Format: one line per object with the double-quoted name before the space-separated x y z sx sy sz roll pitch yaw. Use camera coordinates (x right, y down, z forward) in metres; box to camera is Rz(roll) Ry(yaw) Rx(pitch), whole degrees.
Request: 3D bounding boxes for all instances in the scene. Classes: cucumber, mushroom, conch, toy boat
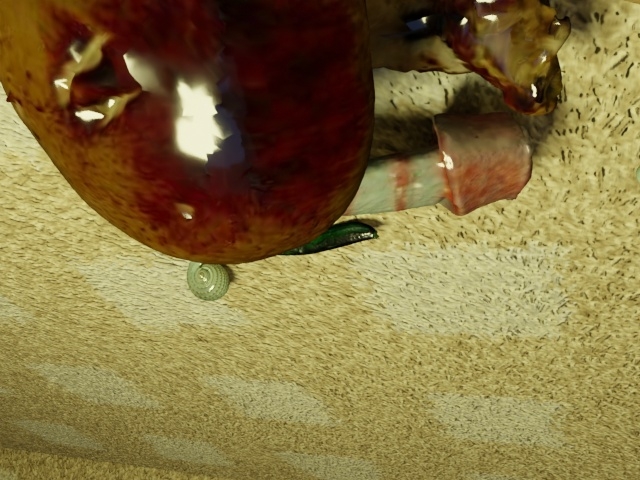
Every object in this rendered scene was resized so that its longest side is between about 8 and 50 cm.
"cucumber" 0.000 0.000 0.874 0.184 0.033 0.036 -12 165 34
"mushroom" -0.051 -0.175 0.477 0.334 0.356 0.331 21 148 47
"conch" -0.177 0.066 1.021 0.076 0.057 0.085 16 149 20
"toy boat" 0.045 -0.050 0.643 0.282 0.096 0.206 -14 176 -1

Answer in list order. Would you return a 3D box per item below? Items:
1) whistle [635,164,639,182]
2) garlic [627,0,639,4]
"whistle" 0.334 -0.078 0.571 0.092 0.110 0.244 33 160 33
"garlic" 0.274 -0.201 0.378 0.318 0.112 0.143 -6 156 5
